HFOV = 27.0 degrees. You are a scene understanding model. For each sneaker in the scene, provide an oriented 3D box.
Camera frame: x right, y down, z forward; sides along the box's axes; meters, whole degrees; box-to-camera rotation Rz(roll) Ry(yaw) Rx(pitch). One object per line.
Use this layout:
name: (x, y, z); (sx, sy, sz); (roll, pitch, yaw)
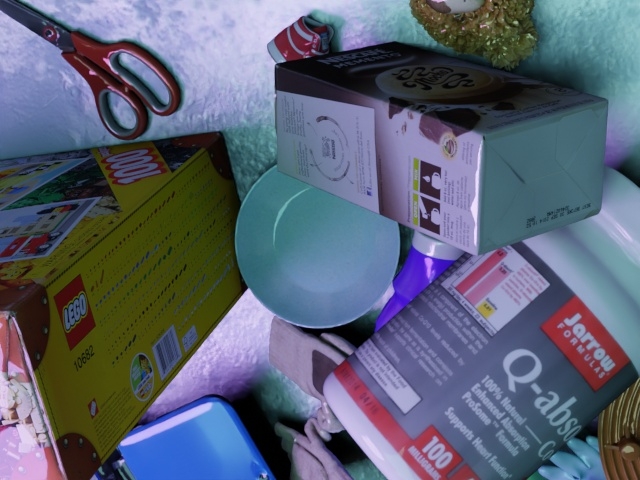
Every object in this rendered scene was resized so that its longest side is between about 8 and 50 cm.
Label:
sneaker: (0.002, -0.187, 1.432); (0.118, 0.042, 0.067); (49, 120, -2)

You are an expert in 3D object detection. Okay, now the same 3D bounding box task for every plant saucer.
plant saucer: (0.000, 0.000, 1.493); (0.195, 0.037, 0.195); (1, 94, 18)

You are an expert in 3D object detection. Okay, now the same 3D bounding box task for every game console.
game console: (-0.149, 0.332, 1.650); (0.173, 0.250, 0.293); (-31, 101, -14)

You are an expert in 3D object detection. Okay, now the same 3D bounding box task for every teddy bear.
teddy bear: (0.184, -0.333, 1.276); (0.245, 0.113, 0.338); (43, 117, 0)

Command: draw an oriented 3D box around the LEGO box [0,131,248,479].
LEGO box: (-0.333, 0.068, 1.388); (0.372, 0.500, 0.193); (-6, 110, 19)

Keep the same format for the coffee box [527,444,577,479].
coffee box: (0.216, 0.271, 1.503); (0.184, 0.040, 0.113); (12, 118, -19)

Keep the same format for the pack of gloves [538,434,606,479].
pack of gloves: (0.300, 0.333, 1.486); (0.232, 0.046, 0.195); (38, 106, -19)

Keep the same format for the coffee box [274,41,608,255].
coffee box: (0.107, -0.100, 1.288); (0.297, 0.168, 0.119); (24, 123, 46)

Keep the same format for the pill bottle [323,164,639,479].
pill bottle: (0.198, 0.103, 1.332); (0.363, 0.210, 0.210); (-42, 95, 0)

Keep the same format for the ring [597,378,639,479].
ring: (0.464, 0.204, 1.401); (0.336, 0.032, 0.337); (1, 105, 3)

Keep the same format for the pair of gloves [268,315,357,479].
pair of gloves: (0.009, 0.215, 1.539); (0.204, 0.042, 0.240); (23, 120, 54)

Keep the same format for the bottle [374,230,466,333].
bottle: (0.116, 0.116, 1.488); (0.118, 0.092, 0.283); (11, 114, 9)

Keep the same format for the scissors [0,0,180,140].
scissors: (-0.287, -0.236, 1.522); (0.297, 0.021, 0.109); (45, 120, -2)
